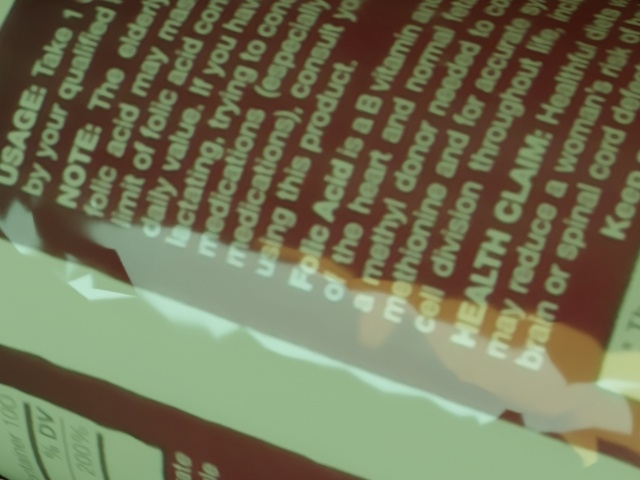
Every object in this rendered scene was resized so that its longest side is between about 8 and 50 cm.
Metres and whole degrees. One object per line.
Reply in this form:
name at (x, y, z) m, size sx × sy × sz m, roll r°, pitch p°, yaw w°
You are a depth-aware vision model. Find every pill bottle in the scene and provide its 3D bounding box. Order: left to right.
pill bottle at (0.000, 0.000, 0.571) m, size 0.392 × 0.224 × 0.224 m, roll 19°, pitch 103°, yaw 19°
